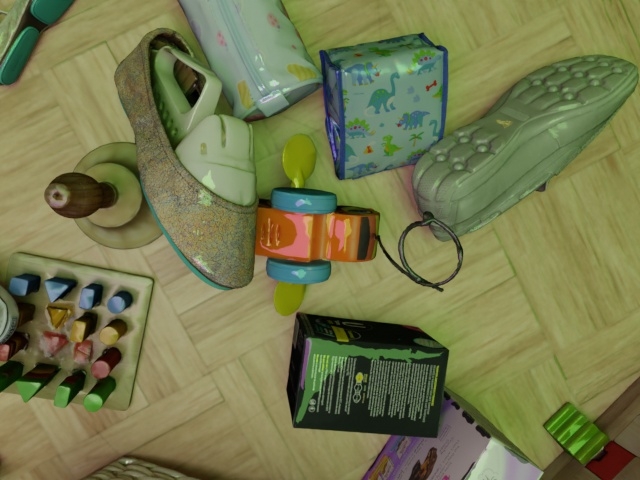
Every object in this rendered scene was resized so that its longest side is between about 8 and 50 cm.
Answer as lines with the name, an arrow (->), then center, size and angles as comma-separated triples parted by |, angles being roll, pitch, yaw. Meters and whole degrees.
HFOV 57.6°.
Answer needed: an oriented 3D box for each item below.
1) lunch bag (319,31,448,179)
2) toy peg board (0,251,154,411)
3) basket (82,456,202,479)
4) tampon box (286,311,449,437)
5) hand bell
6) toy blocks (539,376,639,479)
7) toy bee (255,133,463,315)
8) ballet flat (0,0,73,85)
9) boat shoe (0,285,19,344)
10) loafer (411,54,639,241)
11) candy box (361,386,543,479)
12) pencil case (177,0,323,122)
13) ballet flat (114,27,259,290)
lunch bag -> 0.073, -0.148, 0.670 | 0.128, 0.096, 0.151 | -13, 124, -6
toy peg board -> -0.285, 0.109, 0.647 | 0.161, 0.079, 0.161 | 12, 92, -8
basket -> -0.149, 0.429, 0.552 | 0.331, 0.266, 0.329 | 14, 92, 11
tampon box -> 0.049, 0.151, 0.671 | 0.160, 0.120, 0.102 | 7, 93, -8
hand bell -> -0.216, -0.045, 0.563 | 0.126, 0.242, 0.126 | 0, 93, -7
toy blocks -> 0.407, 0.290, 0.656 | 0.381, 0.261, 0.191 | -43, 98, -3
toy bee -> 0.000, 0.000, 0.657 | 0.298, 0.162, 0.195 | 30, 106, 13
ballet flat -> -0.323, -0.247, 0.632 | 0.052, 0.057, 0.168 | 35, 89, 2
boat shoe -> -0.428, 0.020, 0.592 | 0.258, 0.084, 0.095 | 28, 81, 9
loafer -> 0.246, -0.115, 0.698 | 0.319, 0.112, 0.111 | -32, 135, -9
candy box -> 0.134, 0.266, 0.651 | 0.070, 0.196, 0.165 | 34, 90, -8
pencil case -> -0.098, -0.263, 0.624 | 0.113, 0.124, 0.273 | -26, 97, -5
ballet flat -> -0.124, -0.100, 0.564 | 0.106, 0.107, 0.316 | -46, 59, 24
